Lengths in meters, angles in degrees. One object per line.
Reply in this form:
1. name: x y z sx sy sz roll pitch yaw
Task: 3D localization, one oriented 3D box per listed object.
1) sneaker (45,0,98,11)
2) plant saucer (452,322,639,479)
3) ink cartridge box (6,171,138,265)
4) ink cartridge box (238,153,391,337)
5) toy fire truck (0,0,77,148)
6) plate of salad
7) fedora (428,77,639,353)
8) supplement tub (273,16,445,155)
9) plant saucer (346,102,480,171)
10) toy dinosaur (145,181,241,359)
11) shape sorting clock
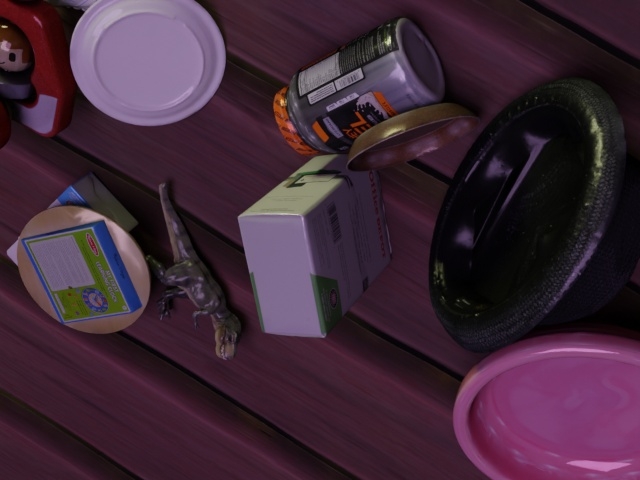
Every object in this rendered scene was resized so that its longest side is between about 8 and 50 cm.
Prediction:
1. sneaker: -0.294 -0.319 1.394 0.191 0.071 0.083 -10 115 26
2. plant saucer: 0.334 0.214 1.323 0.332 0.084 0.332 9 135 9
3. ink cartridge box: -0.369 -0.004 1.573 0.181 0.061 0.104 -38 97 31
4. ink cartridge box: 0.000 0.000 1.331 0.093 0.219 0.160 0 113 26
5. toy fire truck: -0.454 -0.273 1.394 0.302 0.169 0.254 29 132 9
6. plate of salad: -0.224 -0.241 1.387 0.200 0.048 0.199 -4 126 -6
7. fedora: 0.270 -0.014 1.226 0.153 0.334 0.334 19 126 -26
8. supplement tub: 0.044 -0.179 1.287 0.190 0.117 0.117 -24 103 30
9. plant saucer: 0.106 -0.125 1.267 0.168 0.168 0.029 -22 81 29
10. toy dinosaur: -0.205 0.054 1.538 0.118 0.064 0.268 -22 99 24
11. shape sorting clock: -0.338 0.042 1.522 0.206 0.040 0.206 9 120 16
